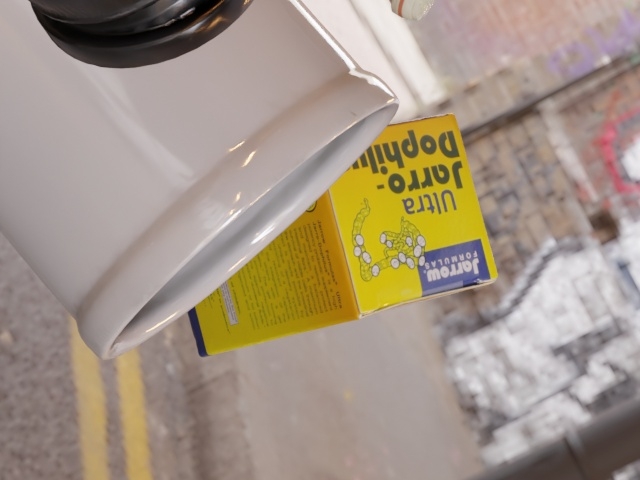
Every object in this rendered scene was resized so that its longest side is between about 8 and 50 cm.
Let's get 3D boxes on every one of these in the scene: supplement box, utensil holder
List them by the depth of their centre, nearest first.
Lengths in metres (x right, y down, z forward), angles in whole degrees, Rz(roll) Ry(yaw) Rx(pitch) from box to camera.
[{"bbox_3d":[-0.182,-0.147,1.303,0.385,0.327,0.327,48,10,5],"label":"utensil holder"},{"bbox_3d":[0.000,0.000,1.781,0.194,0.356,0.195,-13,87,-34],"label":"supplement box"}]

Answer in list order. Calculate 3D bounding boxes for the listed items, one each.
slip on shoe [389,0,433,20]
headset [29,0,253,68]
[{"bbox_3d":[0.076,-0.303,1.351,0.101,0.123,0.331,15,43,-9],"label":"slip on shoe"},{"bbox_3d":[-0.149,-0.193,0.776,0.243,0.394,0.185,26,28,-45],"label":"headset"}]
